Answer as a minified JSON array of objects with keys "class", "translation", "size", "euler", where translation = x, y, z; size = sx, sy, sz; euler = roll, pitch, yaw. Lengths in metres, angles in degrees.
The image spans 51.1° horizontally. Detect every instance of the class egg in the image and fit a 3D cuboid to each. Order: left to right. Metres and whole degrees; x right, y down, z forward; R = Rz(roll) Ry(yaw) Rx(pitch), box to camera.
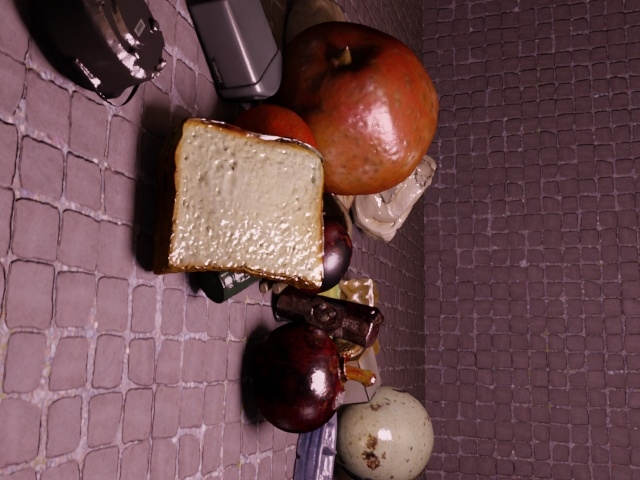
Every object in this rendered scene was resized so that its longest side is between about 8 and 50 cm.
[{"class":"egg","translation":[0.171,0.558,1.904],"size":[0.379,0.288,0.287],"euler":[15,74,-61]}]

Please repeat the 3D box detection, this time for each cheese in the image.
[{"class":"cheese","translation":[0.008,-0.504,1.815],"size":[0.326,0.115,0.317],"euler":[-50,135,-65]}]

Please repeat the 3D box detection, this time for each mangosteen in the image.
[{"class":"mangosteen","translation":[-0.025,0.017,1.447],"size":[0.200,0.200,0.199],"euler":[-2,90,-71]},{"class":"mangosteen","translation":[-0.013,0.289,1.426],"size":[0.235,0.262,0.235],"euler":[-6,90,-83]}]

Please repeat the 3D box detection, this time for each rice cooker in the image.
[{"class":"rice cooker","translation":[-0.295,-0.283,0.901],"size":[0.203,0.118,0.142],"euler":[62,31,-45]}]

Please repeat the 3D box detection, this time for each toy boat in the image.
[{"class":"toy boat","translation":[-0.005,0.539,1.710],"size":[0.127,0.078,0.282],"euler":[56,36,-55]}]

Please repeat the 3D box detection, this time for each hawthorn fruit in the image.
[{"class":"hawthorn fruit","translation":[-0.104,-0.195,1.357],"size":[0.196,0.197,0.225],"euler":[44,27,-64]},{"class":"hawthorn fruit","translation":[0.069,-0.307,1.503],"size":[0.403,0.403,0.402],"euler":[-2,90,-71]}]

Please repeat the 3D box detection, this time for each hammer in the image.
[{"class":"hammer","translation":[0.073,0.185,1.688],"size":[0.409,0.243,0.095],"euler":[13,90,-68]}]

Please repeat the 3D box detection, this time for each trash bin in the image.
[{"class":"trash bin","translation":[-0.160,-0.395,1.338],"size":[0.176,0.101,0.236],"euler":[-69,148,-46]}]

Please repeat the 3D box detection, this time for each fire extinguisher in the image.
[{"class":"fire extinguisher","translation":[-0.099,0.003,1.286],"size":[0.311,0.095,0.114],"euler":[-29,99,-37]}]

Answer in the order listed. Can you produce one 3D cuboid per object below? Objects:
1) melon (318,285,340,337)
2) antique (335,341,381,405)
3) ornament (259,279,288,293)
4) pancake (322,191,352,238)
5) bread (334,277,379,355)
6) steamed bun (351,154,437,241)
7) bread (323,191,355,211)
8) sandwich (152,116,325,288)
[{"class":"melon","translation":[0.002,0.193,1.795],"size":[0.209,0.064,0.118],"euler":[-70,152,-42]},{"class":"antique","translation":[0.070,0.361,1.832],"size":[0.152,0.147,0.147],"euler":[-31,109,-69]},{"class":"ornament","translation":[-0.083,-0.019,1.570],"size":[0.245,0.061,0.230],"euler":[-38,122,-63]},{"class":"pancake","translation":[0.001,0.000,1.606],"size":[0.042,0.222,0.236],"euler":[5,111,-37]},{"class":"bread","translation":[0.107,0.245,1.996],"size":[0.152,0.130,0.267],"euler":[0,88,-35]},{"class":"steamed bun","translation":[0.214,-0.186,2.191],"size":[0.346,0.237,0.394],"euler":[-56,176,-25]},{"class":"bread","translation":[0.019,-0.164,1.789],"size":[0.244,0.123,0.190],"euler":[-67,147,-52]},{"class":"sandwich","translation":[-0.136,-0.061,1.152],"size":[0.301,0.099,0.271],"euler":[9,75,-30]}]
